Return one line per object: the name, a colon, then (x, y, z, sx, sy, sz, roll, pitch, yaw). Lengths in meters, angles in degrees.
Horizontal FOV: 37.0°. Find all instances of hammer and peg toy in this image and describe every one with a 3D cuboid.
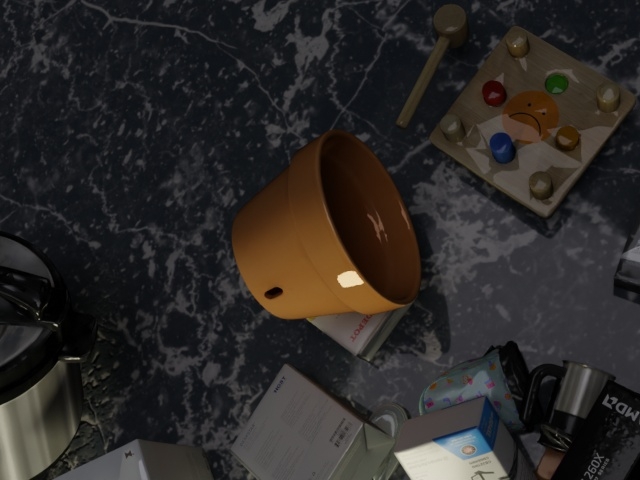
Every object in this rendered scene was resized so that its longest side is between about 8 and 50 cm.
hammer and peg toy: (0.310, -0.226, 1.630, 0.361, 0.127, 0.266, 36, 90, 22)

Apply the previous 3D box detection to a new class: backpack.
backpack: (0.248, 0.252, 1.528, 0.182, 0.115, 0.152, -21, 73, 14)

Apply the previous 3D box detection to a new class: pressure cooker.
pressure cooker: (-0.593, 0.183, 1.581, 0.370, 0.420, 0.375, -28, 55, -31)

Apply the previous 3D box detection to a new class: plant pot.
plant pot: (0.000, 0.000, 1.499, 0.203, 0.291, 0.291, -25, 69, 27)

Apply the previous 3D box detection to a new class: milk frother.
milk frother: (0.379, 0.249, 1.414, 0.129, 0.143, 0.135, 22, 81, -17)

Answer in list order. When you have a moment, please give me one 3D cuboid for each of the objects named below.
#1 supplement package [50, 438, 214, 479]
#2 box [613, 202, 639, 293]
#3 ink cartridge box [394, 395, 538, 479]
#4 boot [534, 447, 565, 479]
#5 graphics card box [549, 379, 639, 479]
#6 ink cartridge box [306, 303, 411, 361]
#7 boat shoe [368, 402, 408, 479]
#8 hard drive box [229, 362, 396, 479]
supplement package: (-0.294, 0.460, 1.554, 0.198, 0.262, 0.199, -26, 69, 8)
box: (0.630, -0.036, 1.509, 0.242, 0.076, 0.307, 20, 82, 21)
ink cartridge box: (0.229, 0.354, 1.451, 0.148, 0.086, 0.203, -25, 107, 27)
boot: (0.453, 0.406, 1.437, 0.280, 0.096, 0.264, 20, 84, 22)
graphics card box: (0.370, 0.389, 1.322, 0.094, 0.233, 0.371, 31, 90, 35)
ink cartridge box: (0.038, 0.085, 1.646, 0.212, 0.093, 0.154, 35, 88, 23)
boat shoe: (0.078, 0.372, 1.563, 0.079, 0.081, 0.228, 23, 83, 21)
hard drive box: (-0.018, 0.332, 1.546, 0.232, 0.089, 0.181, 30, 86, 50)
